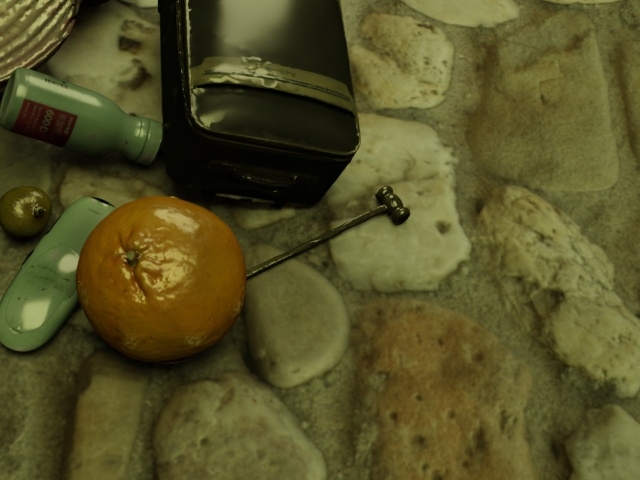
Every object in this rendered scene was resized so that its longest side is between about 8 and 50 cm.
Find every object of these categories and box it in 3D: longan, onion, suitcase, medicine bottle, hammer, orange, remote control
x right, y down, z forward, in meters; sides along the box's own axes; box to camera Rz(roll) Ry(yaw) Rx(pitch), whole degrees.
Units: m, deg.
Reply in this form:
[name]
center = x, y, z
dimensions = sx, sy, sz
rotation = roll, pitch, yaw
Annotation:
[longan]
center = -0.397, -0.039, 1.415
dimensions = 0.075, 0.083, 0.075
rotation = -2, 93, -44
[onion]
center = -0.472, -0.347, 1.525
dimensions = 0.349, 0.159, 0.267
rotation = -20, 98, -24
[suitcase]
center = -0.092, -0.261, 1.542
dimensions = 0.283, 0.194, 0.433
rotation = 8, 58, -23
[medicine bottle]
center = -0.334, -0.168, 1.474
dimensions = 0.217, 0.090, 0.090
rotation = 17, 55, -26
[hammer]
center = 0.000, 0.000, 1.515
dimensions = 0.292, 0.029, 0.058
rotation = -26, 66, -23
[orange]
center = -0.203, 0.048, 1.348
dimensions = 0.219, 0.193, 0.219
rotation = 3, 76, -11
[remote control]
center = -0.350, 0.038, 1.400
dimensions = 0.097, 0.045, 0.256
rotation = 22, 55, 1

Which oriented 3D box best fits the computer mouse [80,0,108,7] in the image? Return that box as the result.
[computer mouse]
center = -0.417, -0.438, 1.654
dimensions = 0.295, 0.087, 0.168
rotation = -7, 67, -1
